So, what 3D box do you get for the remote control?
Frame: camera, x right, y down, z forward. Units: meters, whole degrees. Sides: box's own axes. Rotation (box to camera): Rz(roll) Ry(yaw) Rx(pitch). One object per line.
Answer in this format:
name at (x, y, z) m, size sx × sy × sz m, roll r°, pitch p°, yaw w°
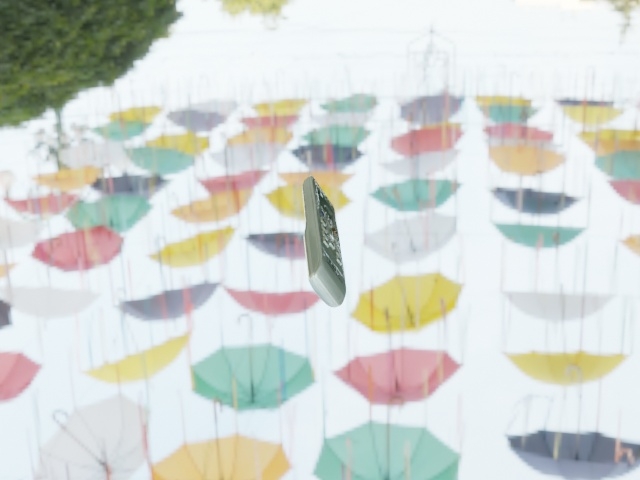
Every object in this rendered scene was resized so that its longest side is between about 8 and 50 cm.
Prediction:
remote control at (0.000, 0.000, 1.192) m, size 0.029 × 0.061 × 0.162 m, roll -23°, pitch -141°, yaw 13°
